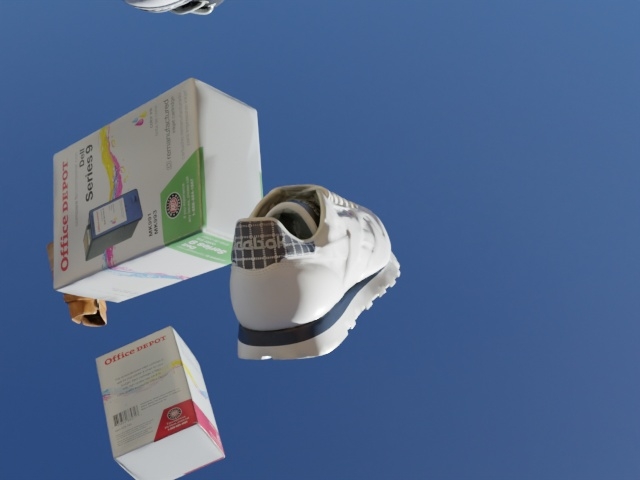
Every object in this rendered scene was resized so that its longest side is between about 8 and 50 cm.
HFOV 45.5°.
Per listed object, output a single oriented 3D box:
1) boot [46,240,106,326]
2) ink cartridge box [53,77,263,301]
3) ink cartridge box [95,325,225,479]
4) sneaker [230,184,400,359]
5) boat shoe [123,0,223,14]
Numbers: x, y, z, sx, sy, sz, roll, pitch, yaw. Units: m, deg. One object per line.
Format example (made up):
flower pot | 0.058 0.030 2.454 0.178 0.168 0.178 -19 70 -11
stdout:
boot | -0.414 0.085 1.403 0.073 0.197 0.152 -32 -110 20
ink cartridge box | -0.165 -0.040 0.754 0.212 0.093 0.154 -19 -113 34
ink cartridge box | -0.237 0.245 1.130 0.128 0.127 0.176 -23 -129 -2
sneaker | 0.000 0.000 0.550 0.090 0.095 0.235 -9 -166 16
boat shoe | -0.137 -0.288 0.809 0.108 0.102 0.301 9 -142 3
